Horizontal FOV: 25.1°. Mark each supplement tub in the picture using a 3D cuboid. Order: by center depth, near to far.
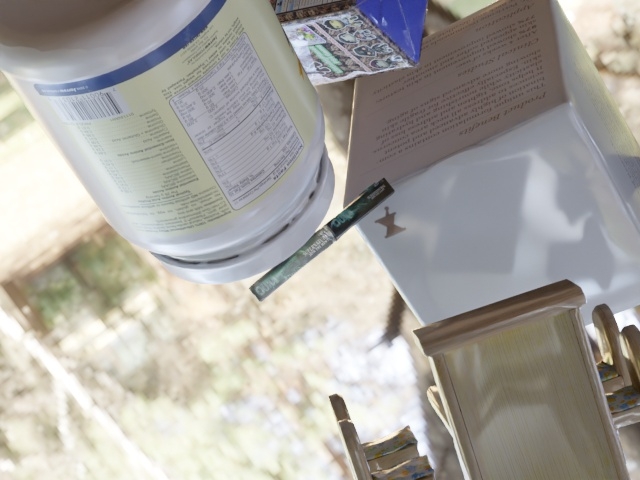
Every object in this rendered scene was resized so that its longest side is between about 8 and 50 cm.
[{"bbox_3d":[-0.134,-0.135,1.306,0.235,0.325,0.235,-14,-134,15],"label":"supplement tub"}]

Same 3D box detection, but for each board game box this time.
[{"bbox_3d":[-0.029,-0.309,1.667,0.291,0.141,0.232,-5,-115,34],"label":"board game box"},{"bbox_3d":[0.000,0.000,1.760,0.126,0.026,0.186,-39,180,-43],"label":"board game box"}]

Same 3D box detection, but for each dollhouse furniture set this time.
[{"bbox_3d":[0.197,0.168,1.614,0.362,0.256,0.394,-18,-171,-2],"label":"dollhouse furniture set"}]

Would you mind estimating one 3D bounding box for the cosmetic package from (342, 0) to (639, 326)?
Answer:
[{"bbox_3d":[0.254,-0.093,2.009,0.329,0.327,0.394,-24,-152,20],"label":"cosmetic package"}]
